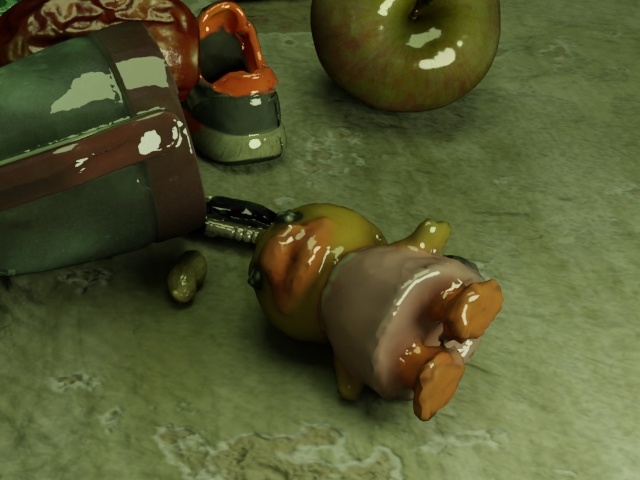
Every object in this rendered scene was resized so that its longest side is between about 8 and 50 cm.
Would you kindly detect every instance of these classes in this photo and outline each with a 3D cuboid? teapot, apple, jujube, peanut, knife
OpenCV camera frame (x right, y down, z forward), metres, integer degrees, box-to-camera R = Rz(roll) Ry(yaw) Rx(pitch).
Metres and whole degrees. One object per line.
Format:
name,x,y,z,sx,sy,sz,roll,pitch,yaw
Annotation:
teapot,-0.289,-0.070,1.443,0.312,0.233,0.315,-21,8,-14
apple,0.109,-0.293,1.914,0.257,0.256,0.234,-2,1,-12
jujube,-0.265,-0.219,1.674,0.250,0.174,0.174,-6,31,-4
peanut,-0.142,0.037,1.499,0.037,0.037,0.083,10,35,9
knife,0.000,-0.005,1.585,0.365,0.043,0.089,12,32,12

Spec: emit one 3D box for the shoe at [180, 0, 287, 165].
shoe,-0.146,-0.236,1.831,0.132,0.171,0.336,-10,34,-23

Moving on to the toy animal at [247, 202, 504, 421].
toy animal,0.040,0.051,1.387,0.281,0.195,0.169,27,-3,27

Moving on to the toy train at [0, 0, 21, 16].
toy train,-0.488,-0.240,1.802,0.299,0.166,0.238,29,43,36
